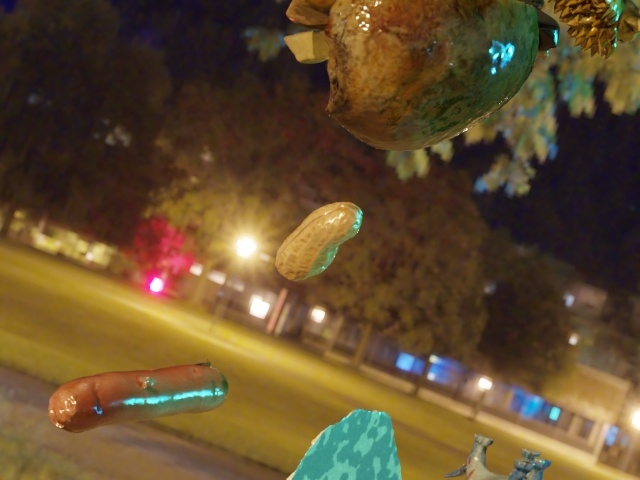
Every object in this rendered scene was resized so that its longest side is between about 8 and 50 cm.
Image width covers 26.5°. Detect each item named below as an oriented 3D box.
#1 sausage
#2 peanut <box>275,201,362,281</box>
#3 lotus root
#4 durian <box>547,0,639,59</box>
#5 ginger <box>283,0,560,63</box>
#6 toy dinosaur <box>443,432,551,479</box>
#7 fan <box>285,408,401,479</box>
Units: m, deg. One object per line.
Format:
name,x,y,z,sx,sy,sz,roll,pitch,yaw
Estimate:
sausage,-0.296,0.257,2.255,0.094,0.094,0.419,27,14,30
peanut,0.000,0.000,2.120,0.080,0.174,0.080,34,31,-24
lotus root,0.153,-0.214,1.683,0.142,0.210,0.314,7,18,42
durian,0.399,-0.359,1.914,0.172,0.166,0.306,51,29,-14
ginger,0.155,-0.338,2.189,0.413,0.211,0.358,17,27,-2
toy dinosaur,0.228,0.304,1.644,0.076,0.144,0.329,9,17,-20
fan,0.021,0.196,1.080,0.009,0.131,0.240,17,-3,27
